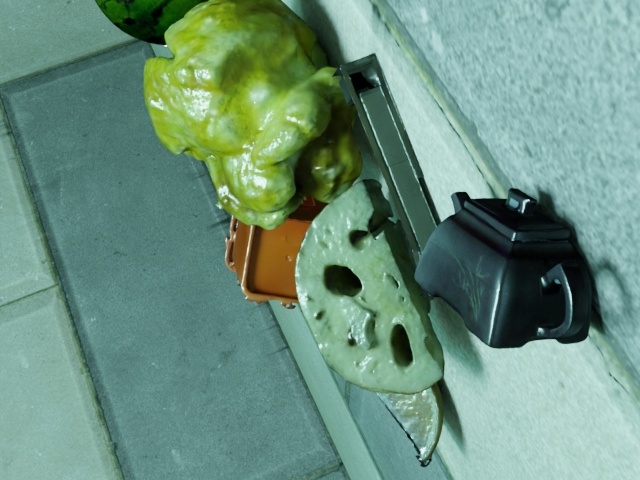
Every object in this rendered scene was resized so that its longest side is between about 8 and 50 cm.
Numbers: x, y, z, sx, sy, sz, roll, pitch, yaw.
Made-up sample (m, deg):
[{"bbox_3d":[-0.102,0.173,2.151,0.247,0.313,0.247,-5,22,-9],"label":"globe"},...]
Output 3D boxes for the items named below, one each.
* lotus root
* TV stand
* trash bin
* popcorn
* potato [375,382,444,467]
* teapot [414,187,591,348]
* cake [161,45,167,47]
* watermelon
[{"bbox_3d":[0.052,0.055,0.869,0.119,0.138,0.234,-28,-79,-83],"label":"lotus root"},{"bbox_3d":[0.080,-0.065,0.813,0.049,0.040,0.256,168,81,-79],"label":"TV stand"},{"bbox_3d":[-0.052,0.013,1.084,0.238,0.161,0.184,-109,29,-74],"label":"trash bin"},{"bbox_3d":[-0.077,-0.158,0.918,0.276,0.225,0.276,33,-158,-15],"label":"popcorn"},{"bbox_3d":[0.111,0.160,1.060,0.261,0.100,0.120,51,-156,12],"label":"potato"},{"bbox_3d":[0.141,0.010,0.582,0.177,0.087,0.096,-131,45,-60],"label":"teapot"},{"bbox_3d":[-0.276,-0.442,1.456,0.185,0.178,0.207,81,166,-52],"label":"cake"},{"bbox_3d":[-0.230,-0.407,1.138,0.242,0.242,0.242,158,90,-79],"label":"watermelon"}]
